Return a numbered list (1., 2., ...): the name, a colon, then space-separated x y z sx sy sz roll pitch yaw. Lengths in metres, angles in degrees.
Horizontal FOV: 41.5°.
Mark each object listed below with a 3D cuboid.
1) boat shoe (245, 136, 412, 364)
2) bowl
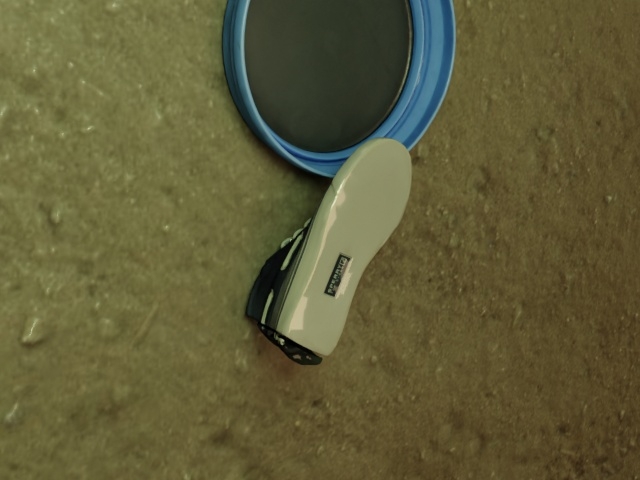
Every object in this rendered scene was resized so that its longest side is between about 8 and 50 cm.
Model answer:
1. boat shoe: 0.000 0.000 1.227 0.127 0.158 0.340 31 84 -33
2. bowl: 0.033 -0.287 1.227 0.391 0.077 0.391 -11 109 -35
